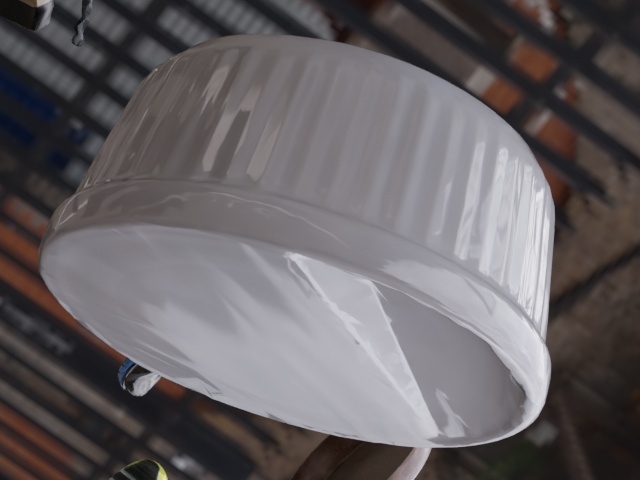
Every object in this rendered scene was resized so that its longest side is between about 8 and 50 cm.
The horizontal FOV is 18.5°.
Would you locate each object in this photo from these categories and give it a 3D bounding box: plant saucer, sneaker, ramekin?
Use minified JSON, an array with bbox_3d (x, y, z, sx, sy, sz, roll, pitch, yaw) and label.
[{"bbox_3d":[0.035,0.194,1.658,0.168,0.029,0.168,-37,-163,13],"label":"plant saucer"},{"bbox_3d":[-0.117,0.107,1.832,0.188,0.078,0.067,-29,-174,33],"label":"sneaker"},{"bbox_3d":[0.000,0.000,1.037,0.273,0.273,0.127,-34,-146,63],"label":"ramekin"},{"bbox_3d":[-0.199,0.319,2.268,0.094,0.081,0.208,-31,147,-39],"label":"sneaker"}]

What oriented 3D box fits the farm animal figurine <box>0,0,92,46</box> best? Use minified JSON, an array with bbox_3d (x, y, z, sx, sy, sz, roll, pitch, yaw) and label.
[{"bbox_3d":[-0.243,-0.205,0.926,0.330,0.327,0.172,-69,178,-56],"label":"farm animal figurine"}]
